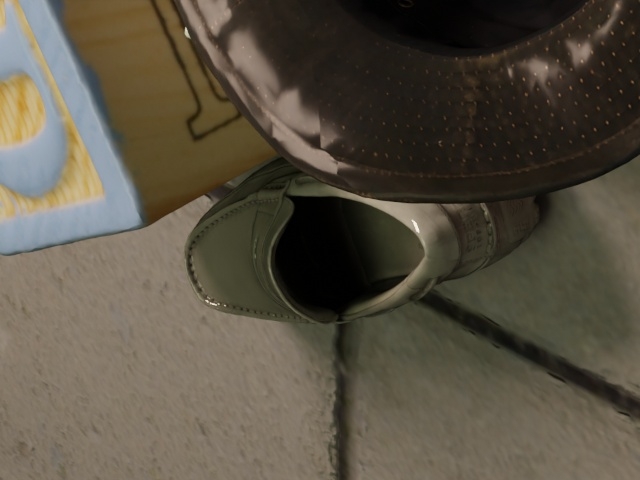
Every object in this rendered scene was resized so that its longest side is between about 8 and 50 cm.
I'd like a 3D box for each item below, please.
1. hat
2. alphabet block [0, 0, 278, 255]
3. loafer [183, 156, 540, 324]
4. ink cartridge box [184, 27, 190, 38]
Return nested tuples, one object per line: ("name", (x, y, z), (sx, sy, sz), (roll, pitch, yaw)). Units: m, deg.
("hat", (0.079, -0.164, 0.886), (0.331, 0.134, 0.331), (-5, 79, 27))
("alphabet block", (-0.127, -0.121, 1.216), (0.192, 0.197, 0.193), (-8, 108, 51))
("loafer", (0.000, 0.000, 1.224), (0.319, 0.111, 0.112), (-19, 100, 52))
("ink cartridge box", (0.064, -0.080, 1.044), (0.224, 0.181, 0.056), (33, 105, 31))
